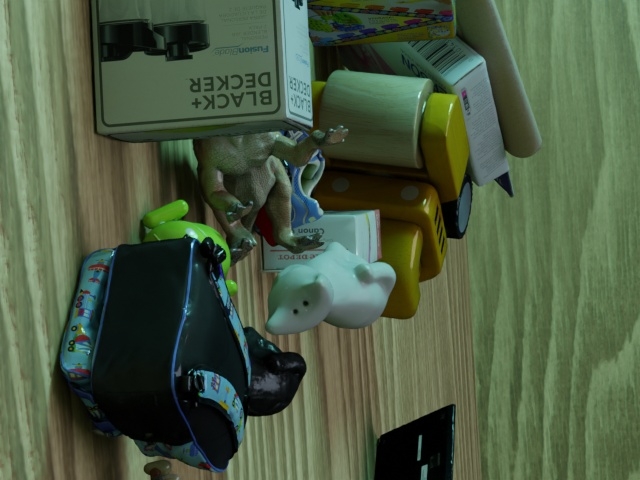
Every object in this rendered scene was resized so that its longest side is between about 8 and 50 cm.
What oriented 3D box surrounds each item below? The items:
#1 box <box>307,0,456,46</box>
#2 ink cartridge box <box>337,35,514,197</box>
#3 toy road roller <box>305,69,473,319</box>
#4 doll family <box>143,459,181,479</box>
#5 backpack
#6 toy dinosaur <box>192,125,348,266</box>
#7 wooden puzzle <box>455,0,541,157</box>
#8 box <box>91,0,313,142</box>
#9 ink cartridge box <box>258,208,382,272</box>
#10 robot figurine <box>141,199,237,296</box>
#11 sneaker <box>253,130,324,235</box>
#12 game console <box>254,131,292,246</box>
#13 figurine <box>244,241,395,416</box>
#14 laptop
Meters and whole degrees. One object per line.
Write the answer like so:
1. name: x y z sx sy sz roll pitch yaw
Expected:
1. box: 0.056 -0.403 1.636 0.279 0.177 0.290 61 27 -76
2. ink cartridge box: 0.132 -0.225 2.075 0.324 0.071 0.330 46 -13 33
3. toy road roller: 0.078 -0.046 1.931 0.329 0.202 0.240 71 31 -55
4. doll family: -0.126 0.277 1.191 0.111 0.076 0.193 -108 178 -49
5. backpack: -0.120 0.100 1.167 0.173 0.117 0.158 69 21 -52
6. toy dinosaur: -0.085 -0.093 1.406 0.200 0.127 0.295 54 -25 30
7. wooden puzzle: 0.171 -0.308 2.029 0.348 0.080 0.322 43 -13 44
8. box: -0.101 -0.232 1.219 0.087 0.169 0.290 5 83 -77
9. ink cartridge box: 0.000 0.000 1.736 0.198 0.115 0.067 -21 108 -78
10. robot figurine: -0.121 0.017 1.299 0.101 0.067 0.115 61 10 9
11. sneaker: -0.035 -0.105 1.684 0.080 0.081 0.211 52 35 -66
12. game console: -0.039 -0.087 1.545 0.124 0.085 0.144 57 -22 25
13. figurine: -0.041 0.092 1.382 0.092 0.215 0.209 48 15 9
14. laptop: 0.153 0.419 2.277 0.136 0.264 0.234 30 47 -30
